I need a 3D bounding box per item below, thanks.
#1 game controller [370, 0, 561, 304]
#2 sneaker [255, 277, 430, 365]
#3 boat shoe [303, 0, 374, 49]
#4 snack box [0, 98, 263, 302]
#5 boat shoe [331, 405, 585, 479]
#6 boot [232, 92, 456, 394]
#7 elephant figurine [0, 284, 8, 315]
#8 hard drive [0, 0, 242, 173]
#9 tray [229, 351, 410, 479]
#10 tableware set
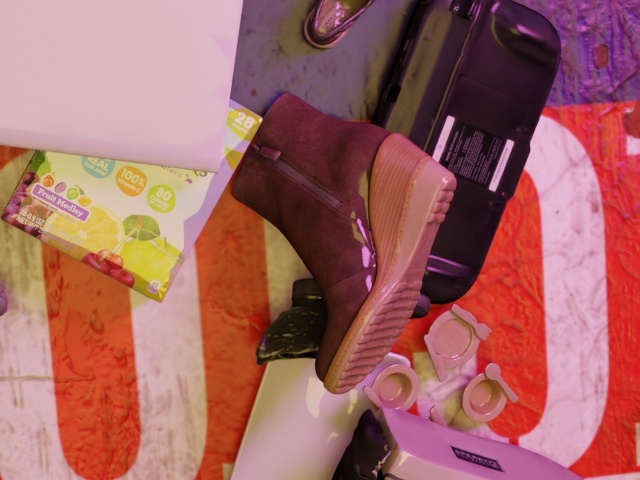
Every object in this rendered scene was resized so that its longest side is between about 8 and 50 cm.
[{"bbox_3d":[0.130,-0.096,1.240,0.166,0.067,0.319,19,94,-25],"label":"game controller"},{"bbox_3d":[0.024,0.089,1.219,0.170,0.051,0.089,8,71,-8],"label":"sneaker"},{"bbox_3d":[0.040,-0.254,1.204,0.056,0.049,0.152,32,91,-10],"label":"boat shoe"},{"bbox_3d":[-0.181,-0.072,1.183,0.174,0.070,0.207,28,90,-11],"label":"snack box"},{"bbox_3d":[0.153,0.293,1.252,0.340,0.127,0.158,24,107,-19],"label":"boat shoe"},{"bbox_3d":[0.000,0.000,1.182,0.206,0.090,0.248,26,94,27],"label":"boot"},{"bbox_3d":[-0.375,0.055,1.082,0.169,0.239,0.186,-14,99,-7],"label":"elephant figurine"},{"bbox_3d":[-0.235,-0.185,1.096,0.318,0.040,0.210,7,101,-10],"label":"hard drive"},{"bbox_3d":[-0.015,0.228,1.264,0.145,0.030,0.270,17,94,-9],"label":"tray"},{"bbox_3d":[0.123,0.158,1.263,0.168,0.020,0.141,-40,114,-11],"label":"tableware set"}]
